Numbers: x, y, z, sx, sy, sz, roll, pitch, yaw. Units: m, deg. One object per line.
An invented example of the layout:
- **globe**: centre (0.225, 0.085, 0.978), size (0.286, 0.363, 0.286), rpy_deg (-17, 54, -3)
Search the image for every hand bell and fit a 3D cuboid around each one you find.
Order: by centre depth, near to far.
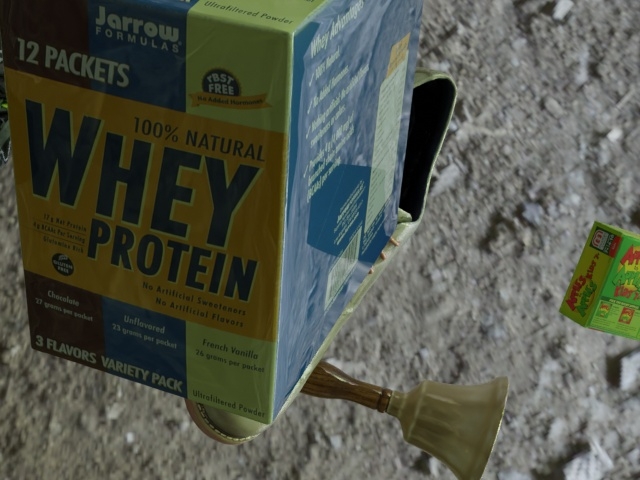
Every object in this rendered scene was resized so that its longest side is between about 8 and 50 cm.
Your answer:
- **hand bell**: centre (0.057, 0.158, 1.177), size (0.242, 0.126, 0.126), rpy_deg (19, 112, 4)

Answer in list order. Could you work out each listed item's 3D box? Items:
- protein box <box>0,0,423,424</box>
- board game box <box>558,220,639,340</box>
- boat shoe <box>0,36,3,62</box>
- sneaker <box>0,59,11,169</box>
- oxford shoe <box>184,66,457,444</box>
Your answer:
- **protein box**: centre (-0.043, -0.059, 0.583), size (0.135, 0.200, 0.201), rpy_deg (15, 125, 16)
- **board game box**: centre (0.318, 0.050, 1.082), size (0.181, 0.043, 0.092), rpy_deg (15, 100, -28)
- **boat shoe**: centre (-0.178, -0.162, 0.984), size (0.301, 0.108, 0.102), rpy_deg (7, 85, 15)
- **sneaker**: centre (-0.232, -0.097, 0.841), size (0.078, 0.188, 0.067), rpy_deg (-33, 108, 28)
- **oxford shoe**: centre (0.000, 0.000, 1.048), size (0.140, 0.146, 0.397), rpy_deg (32, 72, -30)
